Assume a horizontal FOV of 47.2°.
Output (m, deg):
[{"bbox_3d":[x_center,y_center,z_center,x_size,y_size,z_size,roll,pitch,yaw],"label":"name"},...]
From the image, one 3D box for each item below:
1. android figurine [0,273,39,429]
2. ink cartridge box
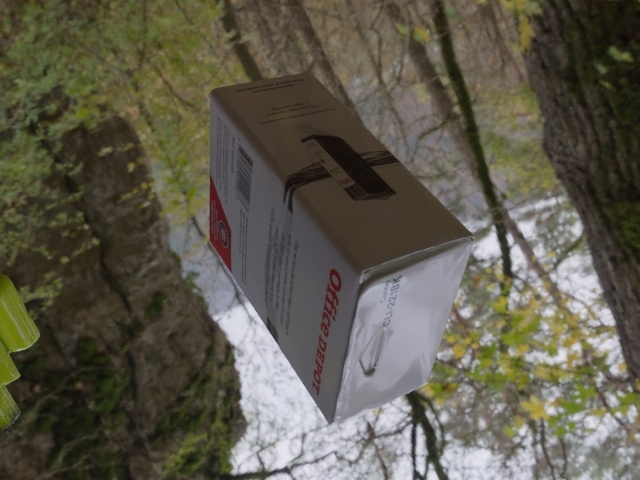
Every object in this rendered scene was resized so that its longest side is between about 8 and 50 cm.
[{"bbox_3d":[-0.443,0.120,0.792,0.248,0.273,0.056,-28,-149,-24],"label":"android figurine"},{"bbox_3d":[0.000,0.000,0.681,0.114,0.273,0.197,-17,137,-25],"label":"ink cartridge box"}]
